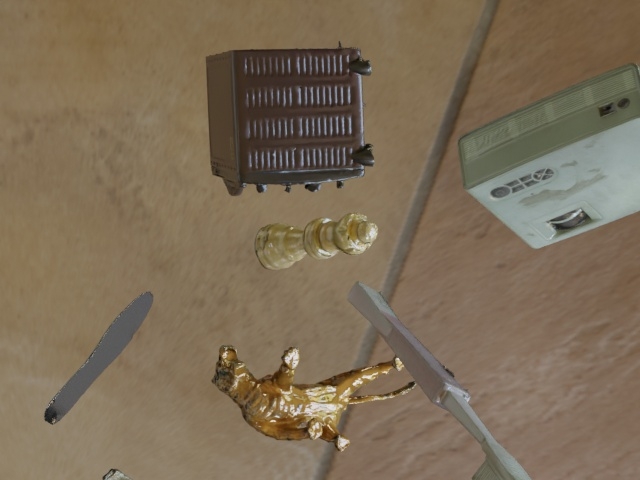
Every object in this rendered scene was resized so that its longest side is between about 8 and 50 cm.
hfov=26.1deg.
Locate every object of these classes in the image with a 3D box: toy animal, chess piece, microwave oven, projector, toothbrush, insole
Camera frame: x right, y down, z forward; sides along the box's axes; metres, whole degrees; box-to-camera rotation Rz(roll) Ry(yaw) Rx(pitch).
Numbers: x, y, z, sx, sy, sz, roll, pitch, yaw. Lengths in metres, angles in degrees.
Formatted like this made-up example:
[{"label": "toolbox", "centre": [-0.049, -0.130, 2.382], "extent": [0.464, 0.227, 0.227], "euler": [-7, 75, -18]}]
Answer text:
[{"label": "toy animal", "centre": [0.007, 0.182, 1.570], "extent": [0.255, 0.116, 0.114], "euler": [8, 79, -38]}, {"label": "chess piece", "centre": [0.000, -0.001, 1.586], "extent": [0.060, 0.172, 0.060], "euler": [7, 80, -43]}, {"label": "microwave oven", "centre": [-0.046, -0.157, 1.793], "extent": [0.178, 0.247, 0.188], "euler": [-6, 96, -12]}, {"label": "projector", "centre": [0.193, -0.063, 1.026], "extent": [0.115, 0.147, 0.061], "euler": [37, 40, -45]}, {"label": "toothbrush", "centre": [0.043, 0.056, 0.540], "extent": [0.014, 0.194, 0.017], "euler": [29, 101, -22]}, {"label": "insole", "centre": [-0.250, 0.132, 1.564], "extent": [0.004, 0.064, 0.188], "euler": [31, 71, 23]}]

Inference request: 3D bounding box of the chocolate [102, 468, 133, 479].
[{"label": "chocolate", "centre": [-0.184, 0.402, 1.651], "extent": [0.261, 0.161, 0.083], "euler": [35, 118, -2]}]
